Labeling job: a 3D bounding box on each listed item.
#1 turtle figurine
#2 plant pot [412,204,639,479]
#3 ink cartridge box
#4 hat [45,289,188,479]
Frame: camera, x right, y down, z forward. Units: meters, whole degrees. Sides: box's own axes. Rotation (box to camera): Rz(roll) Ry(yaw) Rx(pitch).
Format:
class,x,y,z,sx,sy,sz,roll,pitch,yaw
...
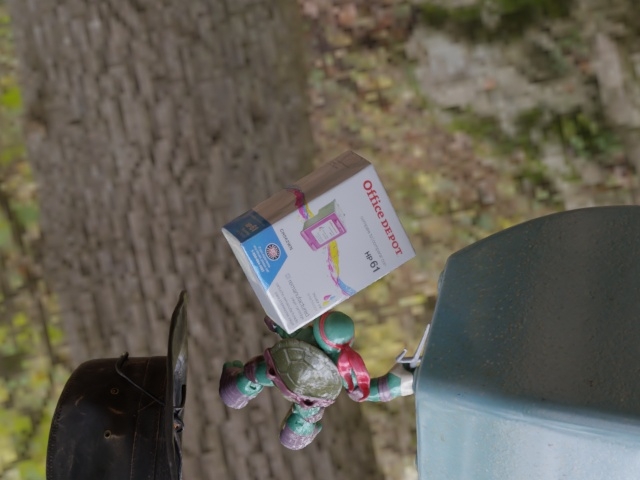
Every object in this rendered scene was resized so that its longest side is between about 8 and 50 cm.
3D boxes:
class,x,y,z,sx,sy,sz,roll,pitch,yaw
turtle figurine,-0.005,0.108,1.641,0.118,0.175,0.234,-33,170,-41
plant pot,0.209,0.121,1.388,0.252,0.248,0.247,9,-131,12
ink cartridge box,0.000,0.000,1.346,0.122,0.088,0.052,-32,-157,-12
hat,-0.200,0.209,1.705,0.134,0.331,0.331,4,-174,-5
